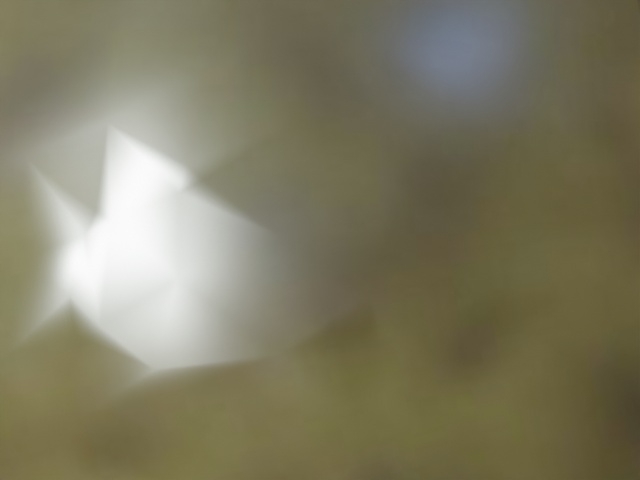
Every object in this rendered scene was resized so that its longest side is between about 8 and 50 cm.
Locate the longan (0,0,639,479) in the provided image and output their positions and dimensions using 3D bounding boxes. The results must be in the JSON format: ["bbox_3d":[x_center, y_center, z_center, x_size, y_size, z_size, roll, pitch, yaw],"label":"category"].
[{"bbox_3d":[0.000,0.000,0.493,0.391,0.391,0.391,24,125,40],"label":"longan"}]
